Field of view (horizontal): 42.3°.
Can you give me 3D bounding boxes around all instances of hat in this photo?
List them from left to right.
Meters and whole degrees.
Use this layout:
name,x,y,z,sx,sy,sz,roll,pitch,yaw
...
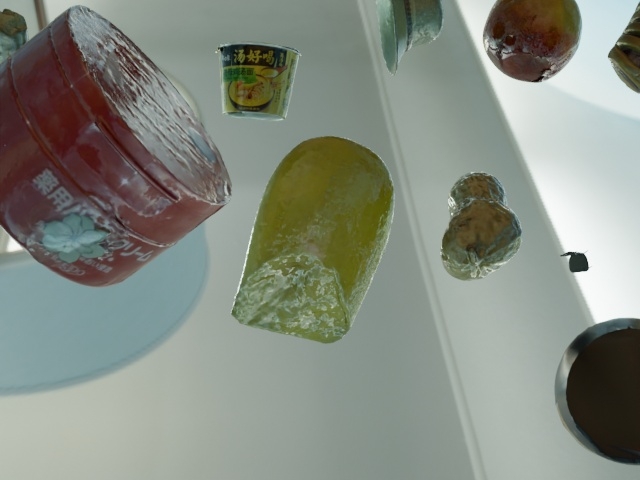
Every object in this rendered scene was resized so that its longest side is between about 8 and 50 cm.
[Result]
name,x,y,z,sx,sy,sz,roll,pitch,yaw
hat,0.206,-0.504,1.849,0.130,0.257,0.257,-9,-135,-3

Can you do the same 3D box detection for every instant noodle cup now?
name,x,y,z,sx,sy,sz,roll,pitch,yaw
instant noodle cup,-0.111,-0.277,1.454,0.151,0.151,0.122,3,-91,-4

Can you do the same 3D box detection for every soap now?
name,x,y,z,sx,sy,sz,roll,pitch,yaw
soap,0.001,0.001,1.685,0.306,0.427,0.115,15,-176,-26

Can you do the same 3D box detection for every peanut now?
name,x,y,z,sx,sy,sz,roll,pitch,yaw
peanut,0.333,-0.030,1.701,0.159,0.143,0.291,14,-142,5

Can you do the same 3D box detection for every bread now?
name,x,y,z,sx,sy,sz,roll,pitch,yaw
bread,0.652,-0.392,1.592,0.134,0.081,0.225,32,-93,-8

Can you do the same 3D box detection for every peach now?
name,x,y,z,sx,sy,sz,roll,pitch,yaw
peach,0.496,-0.487,1.935,0.230,0.231,0.231,3,-136,-3

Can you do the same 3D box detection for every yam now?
name,x,y,z,sx,sy,sz,roll,pitch,yaw
yam,-0.465,-0.204,1.286,0.067,0.317,0.071,12,-139,9

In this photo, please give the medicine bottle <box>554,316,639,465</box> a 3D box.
name,x,y,z,sx,sy,sz,roll,pitch,yaw
medicine bottle,0.534,0.264,1.464,0.242,0.395,0.243,-2,-98,15

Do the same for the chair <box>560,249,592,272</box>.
name,x,y,z,sx,sy,sz,roll,pitch,yaw
chair,0.478,0.039,1.540,0.037,0.042,0.086,-10,176,34

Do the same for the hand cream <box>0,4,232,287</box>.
name,x,y,z,sx,sy,sz,roll,pitch,yaw
hand cream,-0.202,-0.081,0.750,0.149,0.230,0.230,-33,-134,13
